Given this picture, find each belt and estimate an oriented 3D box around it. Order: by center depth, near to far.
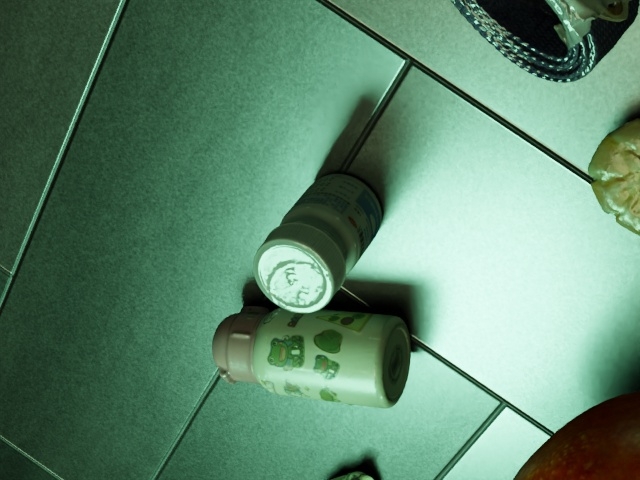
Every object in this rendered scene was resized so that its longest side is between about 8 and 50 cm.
[{"bbox_3d":[0.209,-0.274,1.207,0.230,0.126,0.140,45,151,-7],"label":"belt"}]

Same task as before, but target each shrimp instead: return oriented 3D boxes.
[{"bbox_3d":[0.413,-0.037,1.297,0.267,0.061,0.145,36,119,5],"label":"shrimp"}]

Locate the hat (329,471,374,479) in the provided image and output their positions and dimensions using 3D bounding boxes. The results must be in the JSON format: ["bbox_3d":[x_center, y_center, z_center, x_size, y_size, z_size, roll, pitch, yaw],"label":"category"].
[{"bbox_3d":[0.051,0.399,1.743,0.122,0.081,0.166,-41,117,-1],"label":"hat"}]

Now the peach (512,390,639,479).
[{"bbox_3d":[0.384,0.339,1.357,0.388,0.388,0.388,12,124,19],"label":"peach"}]

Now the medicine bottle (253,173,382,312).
[{"bbox_3d":[0.000,0.000,1.447,0.105,0.168,0.105,13,125,19],"label":"medicine bottle"}]

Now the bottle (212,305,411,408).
[{"bbox_3d":[-0.019,0.143,1.578,0.253,0.120,0.120,5,121,24],"label":"bottle"}]
